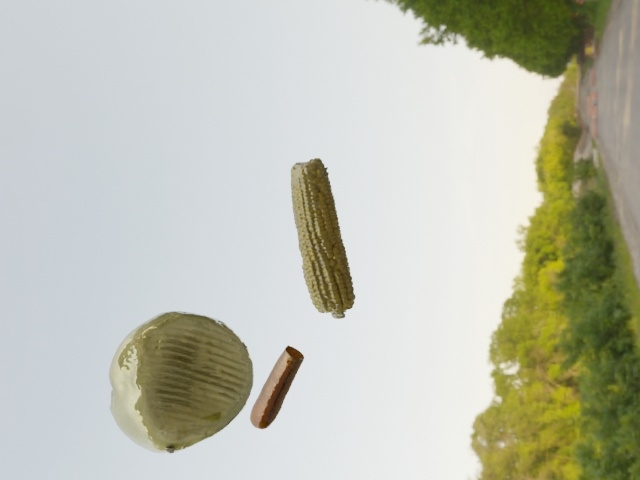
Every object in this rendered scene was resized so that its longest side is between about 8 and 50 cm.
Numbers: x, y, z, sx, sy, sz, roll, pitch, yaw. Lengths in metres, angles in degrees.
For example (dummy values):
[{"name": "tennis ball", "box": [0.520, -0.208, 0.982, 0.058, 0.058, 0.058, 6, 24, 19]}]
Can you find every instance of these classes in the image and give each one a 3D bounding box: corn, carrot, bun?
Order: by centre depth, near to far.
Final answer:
[{"name": "corn", "box": [0.000, 0.000, 1.025, 0.086, 0.086, 0.288, -22, -78, -64]}, {"name": "bun", "box": [-0.263, 0.252, 1.056, 0.259, 0.160, 0.259, 10, -108, -32]}, {"name": "carrot", "box": [-0.111, 0.365, 1.408, 0.225, 0.067, 0.067, -64, -21, 11]}]
